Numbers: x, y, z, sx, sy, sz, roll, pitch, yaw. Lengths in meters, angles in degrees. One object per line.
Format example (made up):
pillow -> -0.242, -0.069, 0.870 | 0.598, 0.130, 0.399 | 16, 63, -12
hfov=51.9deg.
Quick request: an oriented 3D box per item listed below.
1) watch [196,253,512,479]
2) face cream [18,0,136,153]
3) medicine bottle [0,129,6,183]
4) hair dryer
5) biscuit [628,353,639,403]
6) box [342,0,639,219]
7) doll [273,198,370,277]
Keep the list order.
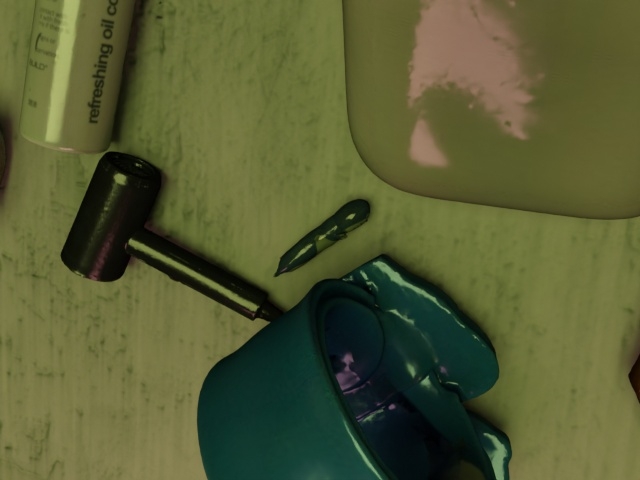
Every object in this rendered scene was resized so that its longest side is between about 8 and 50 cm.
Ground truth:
watch -> 0.048, 0.188, 0.565 | 0.241, 0.274, 0.305 | -41, 91, 19
face cream -> -0.221, -0.242, 0.627 | 0.092, 0.092, 0.311 | 19, 107, 10
medicine bottle -> -0.518, -0.121, 0.703 | 0.322, 0.151, 0.151 | 19, 108, 10
hair dryer -> -0.136, 0.014, 0.692 | 0.255, 0.070, 0.128 | 26, 108, 0
biscuit -> 0.451, 0.118, 0.545 | 0.359, 0.046, 0.359 | 4, 110, 10
box -> 0.157, -0.166, 0.461 | 0.289, 0.141, 0.349 | 10, 139, 13
doll -> 0.000, 0.000, 0.657 | 0.125, 0.037, 0.027 | -38, 93, 21
